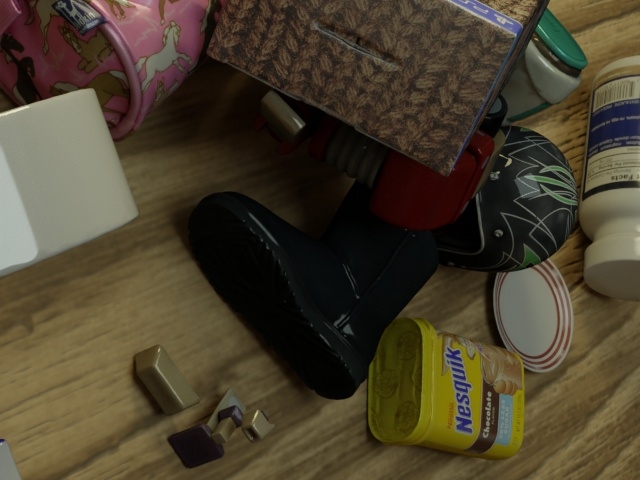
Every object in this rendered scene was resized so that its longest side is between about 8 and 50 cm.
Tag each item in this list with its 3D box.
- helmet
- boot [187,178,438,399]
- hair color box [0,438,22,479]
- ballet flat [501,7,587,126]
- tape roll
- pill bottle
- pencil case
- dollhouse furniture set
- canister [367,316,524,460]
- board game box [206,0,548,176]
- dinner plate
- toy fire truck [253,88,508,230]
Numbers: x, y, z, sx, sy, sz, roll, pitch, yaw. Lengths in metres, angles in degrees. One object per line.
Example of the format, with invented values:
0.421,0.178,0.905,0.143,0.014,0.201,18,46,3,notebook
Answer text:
0.190,-0.044,1.669,0.169,0.161,0.169,14,70,-43,helmet
0.000,0.000,1.517,0.246,0.094,0.207,52,47,-21,boot
-0.265,0.337,1.155,0.185,0.110,0.339,-24,95,-47,hair color box
0.133,-0.284,1.676,0.139,0.139,0.400,4,50,-45,ballet flat
-0.275,-0.014,1.107,0.286,0.286,0.100,-25,98,-46,tape roll
0.384,-0.071,1.880,0.153,0.153,0.264,28,62,-38,pill bottle
-0.134,-0.259,1.406,0.386,0.160,0.167,-55,155,-38,pencil case
-0.097,0.123,1.406,0.114,0.091,0.081,57,32,-15,dollhouse furniture set
0.132,0.155,1.626,0.170,0.073,0.126,18,68,-43,canister
0.072,-0.216,1.412,0.232,0.141,0.291,27,30,5,board game box
0.235,0.079,1.789,0.141,0.017,0.141,15,69,-43,dinner plate
0.035,-0.097,1.458,0.217,0.158,0.246,32,41,12,toy fire truck
